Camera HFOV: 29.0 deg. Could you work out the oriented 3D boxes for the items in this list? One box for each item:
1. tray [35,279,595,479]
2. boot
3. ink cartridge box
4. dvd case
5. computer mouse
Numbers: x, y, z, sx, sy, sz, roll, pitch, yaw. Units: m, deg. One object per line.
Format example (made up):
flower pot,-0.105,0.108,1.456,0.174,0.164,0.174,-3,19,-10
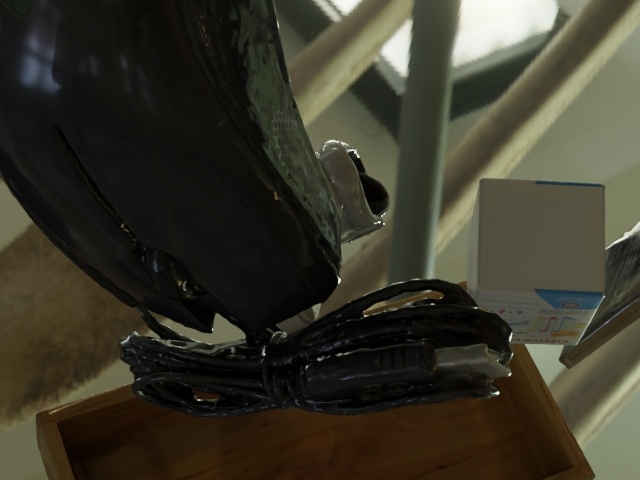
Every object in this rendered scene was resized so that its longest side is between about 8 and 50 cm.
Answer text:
tray,-0.004,0.182,1.020,0.411,0.076,0.202,-16,-117,-19
boot,0.000,0.000,0.935,0.123,0.258,0.095,-26,-103,3
ink cartridge box,0.160,0.023,0.943,0.092,0.143,0.089,2,-112,4
dvd case,0.290,0.000,1.014,0.018,0.221,0.164,39,-138,-3
computer mouse,-0.055,-0.026,0.453,0.189,0.272,0.072,-7,-148,32
